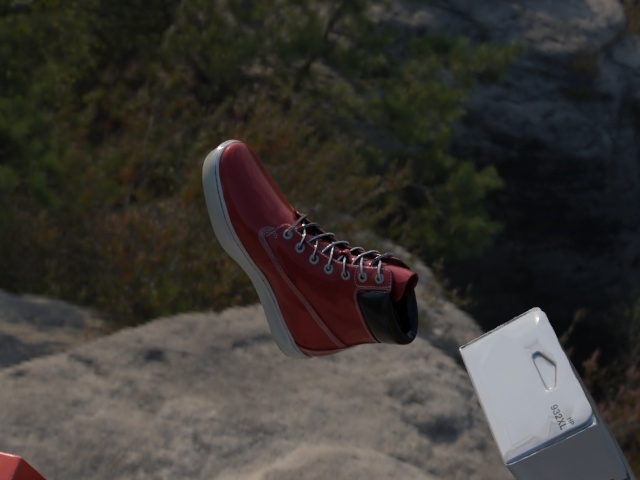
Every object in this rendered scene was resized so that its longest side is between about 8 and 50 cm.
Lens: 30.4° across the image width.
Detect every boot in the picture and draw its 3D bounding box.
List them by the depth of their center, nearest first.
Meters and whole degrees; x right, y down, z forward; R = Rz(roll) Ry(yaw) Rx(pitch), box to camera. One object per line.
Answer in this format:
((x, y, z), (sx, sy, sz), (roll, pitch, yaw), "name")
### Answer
((0.000, 0.000, 1.139), (0.176, 0.244, 0.088), (-12, 23, 40), "boot")

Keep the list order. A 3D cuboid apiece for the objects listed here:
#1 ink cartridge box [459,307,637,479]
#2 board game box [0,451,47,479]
((0.324, 0.276, 1.562), (0.129, 0.307, 0.223), (-29, 37, 10), "ink cartridge box")
((-0.224, 0.333, 0.890), (0.064, 0.316, 0.242), (4, 58, 22), "board game box")
